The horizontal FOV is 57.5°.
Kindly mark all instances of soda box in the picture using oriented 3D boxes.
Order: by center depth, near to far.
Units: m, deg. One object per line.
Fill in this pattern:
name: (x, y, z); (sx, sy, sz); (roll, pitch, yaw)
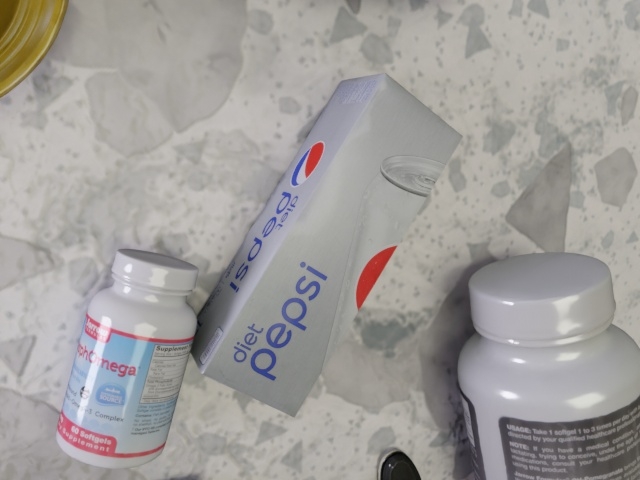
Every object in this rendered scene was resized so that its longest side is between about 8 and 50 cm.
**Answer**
soda box: (0.000, 0.000, 0.516); (0.098, 0.091, 0.286); (33, 86, -24)

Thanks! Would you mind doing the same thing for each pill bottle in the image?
pill bottle: (-0.151, 0.092, 0.473); (0.087, 0.087, 0.160); (14, 93, -23)
pill bottle: (0.238, 0.182, 0.598); (0.177, 0.176, 0.318); (-17, 106, -19)

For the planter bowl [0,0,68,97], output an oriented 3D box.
planter bowl: (-0.277, -0.182, 0.374); (0.217, 0.090, 0.217); (-4, 101, -22)

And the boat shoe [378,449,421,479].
boat shoe: (0.098, 0.290, 0.634); (0.049, 0.042, 0.132); (-18, 104, -16)
